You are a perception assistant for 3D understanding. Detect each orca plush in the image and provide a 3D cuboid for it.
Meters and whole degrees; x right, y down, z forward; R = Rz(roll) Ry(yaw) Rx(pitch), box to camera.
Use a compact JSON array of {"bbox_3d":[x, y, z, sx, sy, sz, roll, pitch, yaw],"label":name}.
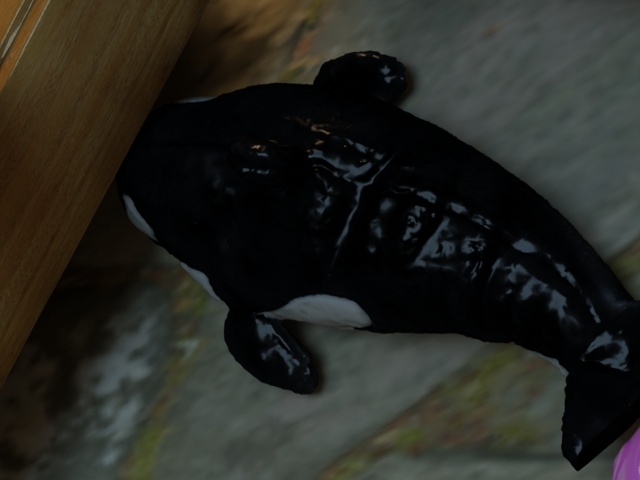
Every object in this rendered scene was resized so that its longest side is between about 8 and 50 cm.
[{"bbox_3d":[0.000,0.000,0.613,0.287,0.102,0.151,40,102,36],"label":"orca plush"}]

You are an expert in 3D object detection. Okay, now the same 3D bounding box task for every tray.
[{"bbox_3d":[-0.189,-0.027,0.743,0.411,0.076,0.203,-60,34,7],"label":"tray"}]

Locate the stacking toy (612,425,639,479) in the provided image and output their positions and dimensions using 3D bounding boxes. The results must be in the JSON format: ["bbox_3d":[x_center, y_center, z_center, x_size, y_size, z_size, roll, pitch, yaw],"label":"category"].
[{"bbox_3d":[0.151,0.093,0.464,0.302,0.166,0.175,-29,72,40],"label":"stacking toy"}]
